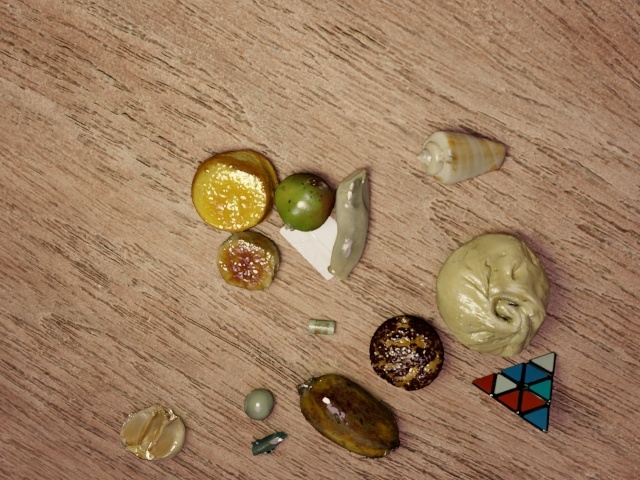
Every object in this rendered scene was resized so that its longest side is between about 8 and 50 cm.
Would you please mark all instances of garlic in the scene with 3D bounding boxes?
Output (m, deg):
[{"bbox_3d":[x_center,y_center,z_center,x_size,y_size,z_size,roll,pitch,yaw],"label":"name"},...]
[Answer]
[{"bbox_3d":[-0.573,0.691,1.639,0.230,0.178,0.142,9,138,20],"label":"garlic"}]

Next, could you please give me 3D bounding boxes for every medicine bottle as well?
[{"bbox_3d":[0.004,0.284,1.522,0.083,0.047,0.047,5,106,3],"label":"medicine bottle"}]

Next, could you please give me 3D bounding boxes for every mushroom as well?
[{"bbox_3d":[0.089,-0.044,1.399,0.110,0.097,0.351,4,106,-7],"label":"mushroom"}]

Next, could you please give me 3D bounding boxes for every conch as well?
[{"bbox_3d":[0.398,-0.234,1.308,0.255,0.127,0.158,-6,104,5],"label":"conch"}]

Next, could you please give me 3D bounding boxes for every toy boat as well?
[{"bbox_3d":[-0.176,0.716,1.650,0.141,0.055,0.060,-30,93,11],"label":"toy boat"}]

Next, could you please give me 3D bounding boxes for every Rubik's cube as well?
[{"bbox_3d":[0.599,0.506,1.483,0.234,0.250,0.284,13,112,21],"label":"Rubik's cube"}]

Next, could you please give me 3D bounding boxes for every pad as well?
[{"bbox_3d":[0.000,0.000,1.467,0.156,0.004,0.232,-42,98,14],"label":"pad"}]

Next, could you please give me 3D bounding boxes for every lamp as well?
[{"bbox_3d":[-0.209,0.557,1.585,0.105,0.105,0.105,1,105,4],"label":"lamp"}]

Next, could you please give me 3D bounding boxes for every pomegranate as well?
[{"bbox_3d":[-0.057,-0.097,1.367,0.180,0.180,0.209,34,132,-5],"label":"pomegranate"}]

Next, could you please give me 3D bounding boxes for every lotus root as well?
[{"bbox_3d":[0.088,0.575,1.525,0.397,0.179,0.196,39,102,-7],"label":"lotus root"}]

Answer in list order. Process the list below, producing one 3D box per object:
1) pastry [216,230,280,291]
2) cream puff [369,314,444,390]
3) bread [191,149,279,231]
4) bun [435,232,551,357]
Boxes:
[{"bbox_3d":[-0.223,0.062,1.455,0.193,0.093,0.182,15,109,-1],"label":"pastry"},{"bbox_3d":[0.270,0.357,1.460,0.239,0.165,0.238,2,106,7],"label":"cream puff"},{"bbox_3d":[-0.257,-0.139,1.378,0.269,0.145,0.268,2,109,5],"label":"bread"},{"bbox_3d":[0.502,0.160,1.359,0.326,0.234,0.361,10,99,7],"label":"bun"}]
